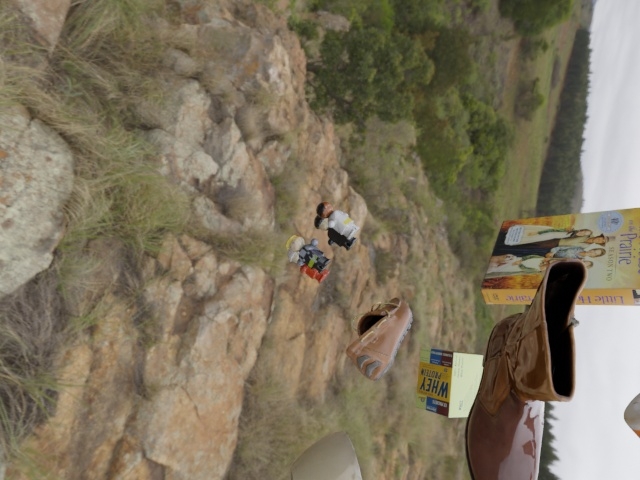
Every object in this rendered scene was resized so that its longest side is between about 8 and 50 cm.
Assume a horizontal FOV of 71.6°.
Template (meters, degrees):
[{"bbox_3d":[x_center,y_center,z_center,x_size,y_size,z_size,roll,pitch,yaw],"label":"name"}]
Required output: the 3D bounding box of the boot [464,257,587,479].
[{"bbox_3d":[0.248,0.191,0.515,0.280,0.096,0.264,73,36,-65],"label":"boot"}]

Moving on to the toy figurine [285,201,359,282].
[{"bbox_3d":[0.000,0.000,1.309,0.213,0.148,0.209,-49,169,-10],"label":"toy figurine"}]

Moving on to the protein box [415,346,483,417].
[{"bbox_3d":[0.441,0.469,1.478,0.201,0.136,0.200,15,78,-36],"label":"protein box"}]

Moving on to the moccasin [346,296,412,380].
[{"bbox_3d":[0.167,0.257,1.297,0.139,0.147,0.380,-58,170,31],"label":"moccasin"}]

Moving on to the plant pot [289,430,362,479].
[{"bbox_3d":[0.005,0.766,1.397,0.284,0.190,0.284,176,-90,-77],"label":"plant pot"}]

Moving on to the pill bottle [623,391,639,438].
[{"bbox_3d":[0.558,0.309,0.617,0.121,0.221,0.121,-33,160,-14],"label":"pill bottle"}]

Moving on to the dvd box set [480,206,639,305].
[{"bbox_3d":[0.656,0.040,1.136,0.308,0.420,0.062,-54,124,-38],"label":"dvd box set"}]
